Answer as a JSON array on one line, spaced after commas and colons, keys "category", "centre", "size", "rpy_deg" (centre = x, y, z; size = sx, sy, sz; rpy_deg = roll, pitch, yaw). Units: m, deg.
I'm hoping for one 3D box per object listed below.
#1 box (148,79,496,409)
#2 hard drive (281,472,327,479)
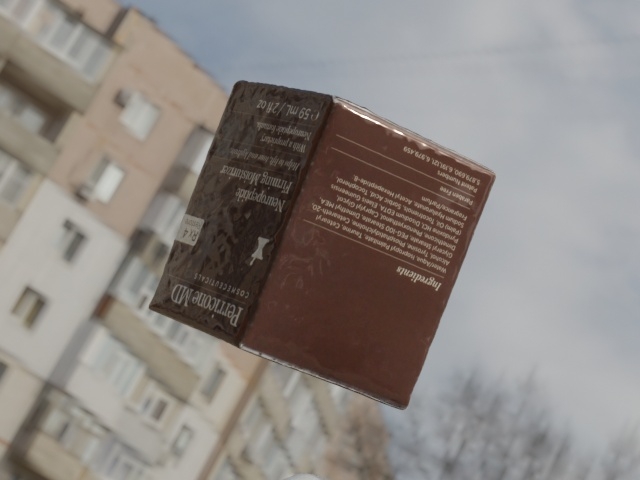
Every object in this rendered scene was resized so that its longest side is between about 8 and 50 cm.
[{"category": "box", "centre": [0.000, 0.000, 1.410], "size": [0.167, 0.203, 0.168], "rpy_deg": [23, -4, -32]}, {"category": "hard drive", "centre": [0.013, 0.241, 1.285], "size": [0.203, 0.040, 0.307], "rpy_deg": [21, 8, 18]}]
